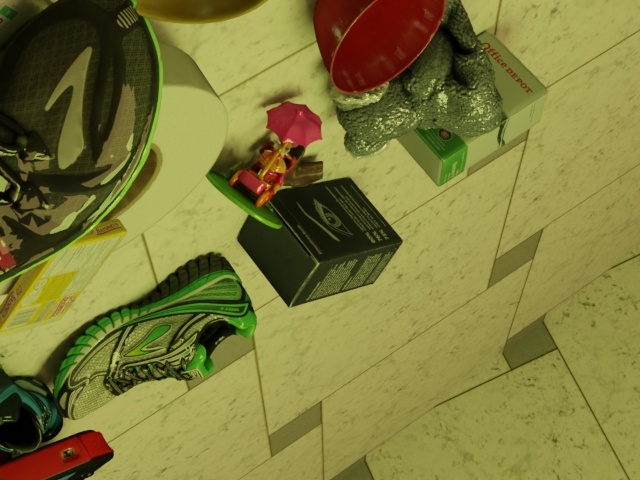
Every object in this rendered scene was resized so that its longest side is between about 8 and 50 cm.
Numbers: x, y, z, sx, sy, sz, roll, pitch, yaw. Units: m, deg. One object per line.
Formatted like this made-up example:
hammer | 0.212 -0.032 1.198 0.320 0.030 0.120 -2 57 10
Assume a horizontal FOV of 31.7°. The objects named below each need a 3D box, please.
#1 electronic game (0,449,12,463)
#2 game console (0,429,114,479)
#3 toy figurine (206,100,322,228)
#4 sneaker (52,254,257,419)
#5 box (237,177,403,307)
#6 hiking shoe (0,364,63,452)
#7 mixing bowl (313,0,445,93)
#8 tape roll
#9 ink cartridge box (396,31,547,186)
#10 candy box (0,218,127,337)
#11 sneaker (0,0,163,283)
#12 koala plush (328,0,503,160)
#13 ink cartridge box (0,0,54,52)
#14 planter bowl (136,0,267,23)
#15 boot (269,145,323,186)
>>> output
electronic game | -0.580 0.372 1.728 0.229 0.048 0.229 -32 155 -17
game console | -0.532 0.424 1.747 0.386 0.060 0.342 -17 161 -40
toy figurine | -0.058 -0.118 1.566 0.159 0.130 0.173 -53 176 7
sneaker | -0.253 0.166 1.717 0.343 0.146 0.134 -35 156 -9
box | 0.000 0.000 1.781 0.207 0.153 0.108 -13 145 -44
hiking shoe | -0.446 0.263 1.625 0.113 0.132 0.304 -37 156 -4
mixing bowl | 0.059 -0.286 1.429 0.181 0.098 0.181 -31 155 -16
tape roll | -0.287 -0.071 1.275 0.392 0.072 0.392 -31 164 -10
ink cartridge box | 0.222 -0.205 1.739 0.208 0.153 0.087 -32 156 -14
candy box | -0.324 0.049 1.372 0.105 0.027 0.206 -19 159 -48
sneaker | -0.326 -0.035 0.978 0.483 0.185 0.202 -44 176 0
koala plush | 0.120 -0.206 1.575 0.221 0.203 0.196 -23 155 -5
ink cartridge box | -0.352 -0.158 1.061 0.224 0.056 0.181 -43 174 4
planter bowl | -0.135 -0.308 1.074 0.217 0.090 0.217 3 152 2
boot | -0.024 -0.114 1.685 0.114 0.037 0.106 -4 151 -48
